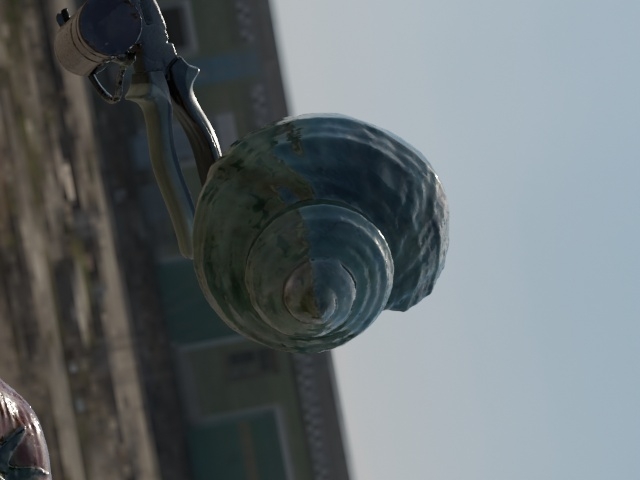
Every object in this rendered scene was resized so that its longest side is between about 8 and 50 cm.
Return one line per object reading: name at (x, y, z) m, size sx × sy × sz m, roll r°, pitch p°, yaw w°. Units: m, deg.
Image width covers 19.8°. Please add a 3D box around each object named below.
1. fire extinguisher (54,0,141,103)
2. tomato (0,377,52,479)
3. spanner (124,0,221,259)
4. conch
fire extinguisher at (-0.156, -0.133, 1.277) m, size 0.078 × 0.045 × 0.157 m, roll 67°, pitch -16°, yaw -5°
tomato at (-0.288, 0.193, 1.472) m, size 0.225 × 0.085 × 0.225 m, roll 28°, pitch 53°, yaw -45°
spanner at (-0.161, -0.140, 1.994) m, size 0.040 × 0.096 × 0.325 m, roll 0°, pitch -65°, yaw 41°
conch at (0.000, 0.000, 1.535) m, size 0.220 × 0.195 × 0.277 m, roll 39°, pitch 18°, yaw -8°
